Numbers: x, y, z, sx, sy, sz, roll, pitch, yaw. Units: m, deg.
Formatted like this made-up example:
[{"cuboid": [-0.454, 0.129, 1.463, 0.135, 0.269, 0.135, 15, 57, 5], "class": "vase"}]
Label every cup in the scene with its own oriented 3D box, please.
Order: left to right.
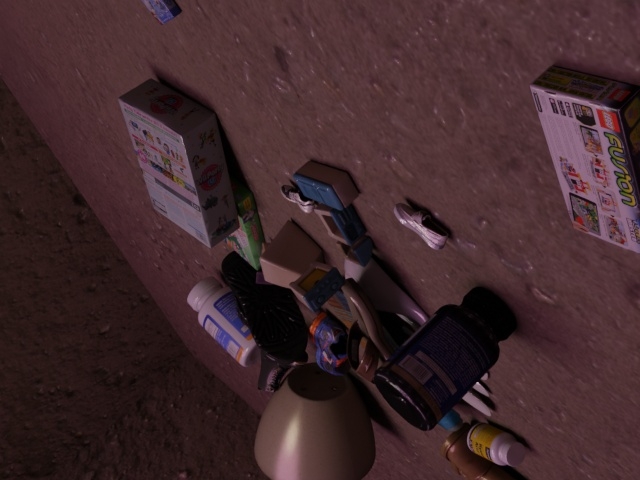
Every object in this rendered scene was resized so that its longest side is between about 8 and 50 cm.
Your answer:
[{"cuboid": [-0.009, 0.467, 2.526, 0.331, 0.331, 0.237, 32, 130, 41], "class": "cup"}]

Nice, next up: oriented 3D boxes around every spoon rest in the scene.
[{"cuboid": [0.133, 0.123, 1.778, 0.276, 0.084, 0.137, 57, 165, 19], "class": "spoon rest"}]

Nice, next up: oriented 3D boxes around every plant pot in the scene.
[{"cuboid": [-0.052, 0.043, 1.986, 0.096, 0.109, 0.109, 29, 157, 17], "class": "plant pot"}]

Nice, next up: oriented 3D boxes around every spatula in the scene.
[{"cuboid": [0.235, 0.233, 1.838, 0.242, 0.019, 0.168, 36, 160, 34], "class": "spatula"}]

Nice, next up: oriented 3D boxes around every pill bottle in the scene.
[{"cuboid": [-0.265, 0.233, 2.821, 0.272, 0.152, 0.152, 42, 162, 21], "class": "pill bottle"}, {"cuboid": [0.196, 0.177, 1.466, 0.123, 0.219, 0.123, 43, 163, 17], "class": "pill bottle"}, {"cuboid": [0.345, 0.401, 1.859, 0.065, 0.065, 0.116, 55, 161, -21], "class": "pill bottle"}]

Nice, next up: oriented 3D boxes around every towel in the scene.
[{"cuboid": [0.138, 0.232, 1.989, 0.370, 0.040, 0.271, 52, 170, -10], "class": "towel"}]

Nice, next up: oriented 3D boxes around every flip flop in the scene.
[{"cuboid": [0.084, 0.198, 1.756, 0.112, 0.080, 0.277, 35, 151, 61], "class": "flip flop"}]

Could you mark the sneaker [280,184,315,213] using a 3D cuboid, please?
[{"cuboid": [-0.041, -0.087, 1.796, 0.083, 0.032, 0.037, 35, 145, 24], "class": "sneaker"}]

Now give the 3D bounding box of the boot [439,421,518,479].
[{"cuboid": [0.387, 0.508, 1.971, 0.269, 0.089, 0.236, 37, 170, 31], "class": "boot"}]

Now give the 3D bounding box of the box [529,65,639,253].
[{"cuboid": [0.294, -0.078, 0.986, 0.114, 0.036, 0.207, 28, 154, 47], "class": "box"}]

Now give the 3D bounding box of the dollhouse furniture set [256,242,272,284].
[{"cuboid": [-0.103, 0.036, 2.242, 0.081, 0.091, 0.114, -91, 6, -50], "class": "dollhouse furniture set"}]

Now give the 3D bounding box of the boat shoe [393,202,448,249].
[{"cuboid": [0.154, -0.029, 1.446, 0.100, 0.035, 0.035, 45, 136, 22], "class": "boat shoe"}]

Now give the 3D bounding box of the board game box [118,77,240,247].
[{"cuboid": [-0.296, -0.162, 2.019, 0.224, 0.097, 0.303, 32, 147, 36], "class": "board game box"}]

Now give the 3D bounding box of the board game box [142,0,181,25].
[{"cuboid": [-0.290, -0.425, 1.666, 0.090, 0.020, 0.090, 55, 162, -17], "class": "board game box"}]

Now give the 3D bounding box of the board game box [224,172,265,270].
[{"cuboid": [-0.224, -0.077, 2.225, 0.213, 0.046, 0.317, 40, 161, 22], "class": "board game box"}]

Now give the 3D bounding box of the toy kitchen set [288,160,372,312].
[{"cuboid": [0.000, 0.000, 1.645, 0.122, 0.166, 0.207, 23, 150, 54], "class": "toy kitchen set"}]

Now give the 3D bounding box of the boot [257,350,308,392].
[{"cuboid": [-0.098, 0.340, 2.448, 0.077, 0.137, 0.198, 8, -178, -26], "class": "boot"}]

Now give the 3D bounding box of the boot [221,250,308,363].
[{"cuboid": [-0.123, 0.203, 2.389, 0.260, 0.131, 0.348, 80, 164, -57], "class": "boot"}]

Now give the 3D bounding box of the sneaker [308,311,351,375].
[{"cuboid": [0.036, 0.266, 2.292, 0.087, 0.083, 0.221, 29, 157, 34], "class": "sneaker"}]
